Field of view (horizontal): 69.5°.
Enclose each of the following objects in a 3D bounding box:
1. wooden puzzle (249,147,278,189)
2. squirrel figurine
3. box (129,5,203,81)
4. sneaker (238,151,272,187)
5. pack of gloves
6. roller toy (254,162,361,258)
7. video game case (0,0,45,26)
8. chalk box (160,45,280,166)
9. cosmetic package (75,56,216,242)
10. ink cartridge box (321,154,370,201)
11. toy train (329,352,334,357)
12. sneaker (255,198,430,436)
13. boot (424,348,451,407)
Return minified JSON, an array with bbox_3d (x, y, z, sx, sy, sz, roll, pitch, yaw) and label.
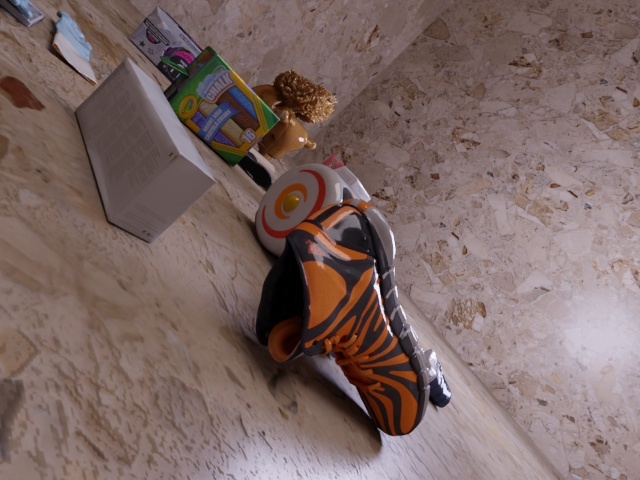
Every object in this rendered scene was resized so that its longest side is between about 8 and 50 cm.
[{"bbox_3d":[-0.156,-0.189,1.515,0.239,0.044,0.221,56,9,24],"label":"wooden puzzle"},{"bbox_3d":[-0.135,-0.476,1.752,0.281,0.397,0.370,48,-3,-35],"label":"squirrel figurine"},{"bbox_3d":[-0.473,-0.612,1.520,0.247,0.142,0.163,44,9,-18],"label":"box"},{"bbox_3d":[-0.204,-0.228,1.372,0.170,0.051,0.089,43,12,-10],"label":"sneaker"},{"bbox_3d":[-0.435,-0.377,0.747,0.195,0.046,0.232,47,6,-46],"label":"pack of gloves"},{"bbox_3d":[-0.020,-0.042,0.873,0.146,0.191,0.209,39,11,-45],"label":"roller toy"},{"bbox_3d":[-0.475,-0.372,0.707,0.087,0.011,0.122,42,8,-35],"label":"video game case"},{"bbox_3d":[-0.278,-0.369,1.181,0.289,0.179,0.180,43,8,-34],"label":"chalk box"},{"bbox_3d":[-0.207,-0.112,0.527,0.060,0.099,0.239,38,12,-50],"label":"cosmetic package"},{"bbox_3d":[0.003,-0.106,1.262,0.092,0.217,0.159,48,5,-42],"label":"ink cartridge box"},{"bbox_3d":[-0.004,0.093,0.724,0.105,0.080,0.184,54,0,-33],"label":"toy train"},{"bbox_3d":[0.020,0.124,0.550,0.124,0.180,0.322,-5,-73,47],"label":"sneaker"},{"bbox_3d":[0.270,0.331,1.115,0.086,0.069,0.190,55,16,3],"label":"boot"}]
